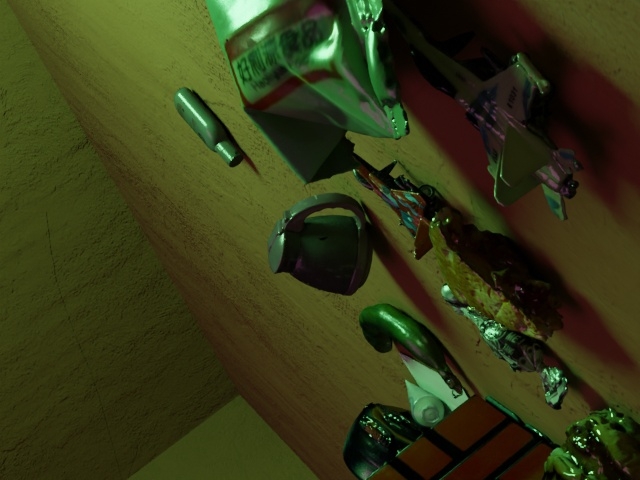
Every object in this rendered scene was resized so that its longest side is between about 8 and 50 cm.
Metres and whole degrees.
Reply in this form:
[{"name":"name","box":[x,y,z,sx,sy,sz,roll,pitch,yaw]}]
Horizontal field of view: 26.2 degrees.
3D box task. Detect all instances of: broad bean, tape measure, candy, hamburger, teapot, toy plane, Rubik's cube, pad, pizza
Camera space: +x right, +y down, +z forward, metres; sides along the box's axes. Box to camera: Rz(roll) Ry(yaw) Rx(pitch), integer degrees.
[{"name":"broad bean","box":[0.121,0.156,2.151,0.144,0.049,0.292,58,166,-21]},{"name":"tape measure","box":[0.146,0.360,2.294,0.223,0.135,0.202,33,-164,26]},{"name":"candy","box":[0.004,-0.204,1.402,0.263,0.172,0.398,68,162,-1]},{"name":"hamburger","box":[0.341,0.303,1.589,0.206,0.130,0.183,51,170,3]},{"name":"teapot","box":[-0.001,0.010,1.968,0.148,0.146,0.116,126,148,-61]},{"name":"toy plane","box":[0.096,-0.055,1.676,0.189,0.061,0.130,53,169,24]},{"name":"candy","box":[0.230,0.121,1.690,0.226,0.051,0.094,47,176,35]},{"name":"Rubik's cube","box":[0.242,0.434,1.925,0.288,0.293,0.283,59,169,-28]},{"name":"pad","box":[0.209,0.263,2.218,0.156,0.004,0.232,58,166,-19]},{"name":"pizza","box":[0.203,0.040,1.531,0.194,0.069,0.154,37,160,34]},{"name":"toy plane","box":[0.149,-0.137,1.246,0.262,0.088,0.192,59,165,23]}]

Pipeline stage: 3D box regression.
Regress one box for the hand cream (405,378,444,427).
[{"name":"hand cream","box":[0.172,0.276,2.280,0.084,0.053,0.142,54,178,-6]}]

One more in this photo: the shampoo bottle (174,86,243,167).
[{"name":"shampoo bottle","box":[-0.193,-0.192,2.386,0.165,0.040,0.080,49,165,22]}]
